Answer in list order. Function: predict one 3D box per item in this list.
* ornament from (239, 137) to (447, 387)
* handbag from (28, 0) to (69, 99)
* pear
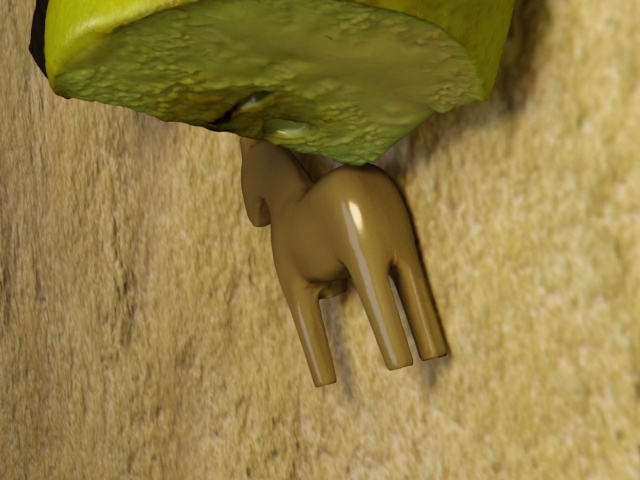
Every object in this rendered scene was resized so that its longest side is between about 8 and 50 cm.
[{"bbox_3d":[0.000,0.000,1.003,0.230,0.061,0.245,-30,75,62],"label":"ornament"},{"bbox_3d":[-0.182,-0.253,1.134,0.155,0.169,0.215,55,146,32],"label":"handbag"},{"bbox_3d":[-0.007,-0.182,0.767,0.282,0.286,0.176,-24,59,61],"label":"pear"}]
